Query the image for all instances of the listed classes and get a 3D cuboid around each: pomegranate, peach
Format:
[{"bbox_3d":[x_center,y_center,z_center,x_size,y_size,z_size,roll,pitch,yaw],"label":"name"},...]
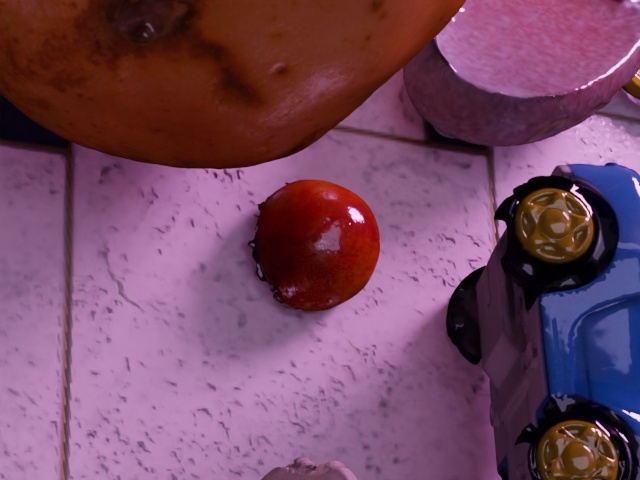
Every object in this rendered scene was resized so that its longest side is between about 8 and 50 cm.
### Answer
[{"bbox_3d":[-0.078,-0.253,1.200,0.410,0.410,0.410,10,64,-21],"label":"pomegranate"},{"bbox_3d":[0.000,-0.001,1.293,0.098,0.061,0.098,13,63,-28],"label":"peach"}]

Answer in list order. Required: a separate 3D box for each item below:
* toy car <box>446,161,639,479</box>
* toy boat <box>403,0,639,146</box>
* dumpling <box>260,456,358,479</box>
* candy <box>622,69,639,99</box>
[{"bbox_3d":[0.183,0.105,1.237,0.166,0.198,0.314,0,66,-6],"label":"toy car"},{"bbox_3d":[0.152,-0.140,1.421,0.155,0.085,0.227,41,49,16],"label":"toy boat"},{"bbox_3d":[0.046,0.295,1.034,0.233,0.315,0.395,-4,61,-21],"label":"dumpling"},{"bbox_3d":[0.360,-0.206,1.535,0.187,0.081,0.297,31,70,-4],"label":"candy"}]
